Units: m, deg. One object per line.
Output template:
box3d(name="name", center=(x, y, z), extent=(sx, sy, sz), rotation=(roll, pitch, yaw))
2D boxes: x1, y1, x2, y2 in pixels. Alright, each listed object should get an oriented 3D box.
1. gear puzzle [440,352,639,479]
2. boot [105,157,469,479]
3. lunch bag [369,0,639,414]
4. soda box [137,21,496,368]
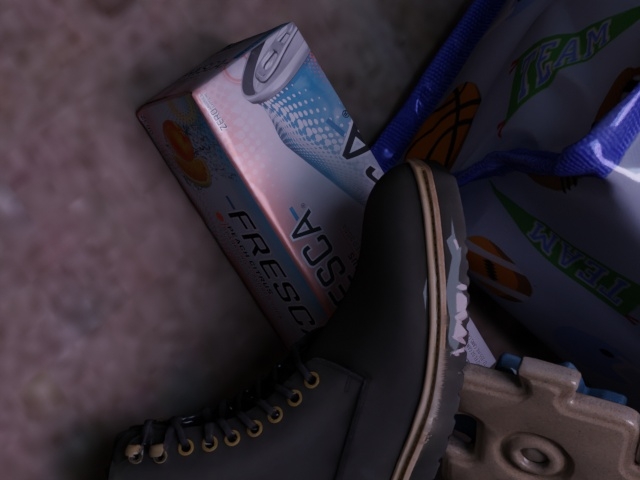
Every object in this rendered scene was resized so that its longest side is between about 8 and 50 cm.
box3d(name="gear puzzle", center=(0.214, 0.129, 0.586), extent=(0.175, 0.339, 0.044), rotation=(88, 22, -46))
box3d(name="boot", center=(-0.020, 0.062, 0.554), extent=(0.137, 0.077, 0.197), rotation=(6, 100, -6))
box3d(name="lunch bag", center=(0.259, -0.082, 0.683), extent=(0.328, 0.239, 0.385), rotation=(40, 73, -21))
box3d(name="soda box", center=(0.000, 0.000, 0.619), extent=(0.063, 0.058, 0.183), rotation=(-40, 108, -27))
